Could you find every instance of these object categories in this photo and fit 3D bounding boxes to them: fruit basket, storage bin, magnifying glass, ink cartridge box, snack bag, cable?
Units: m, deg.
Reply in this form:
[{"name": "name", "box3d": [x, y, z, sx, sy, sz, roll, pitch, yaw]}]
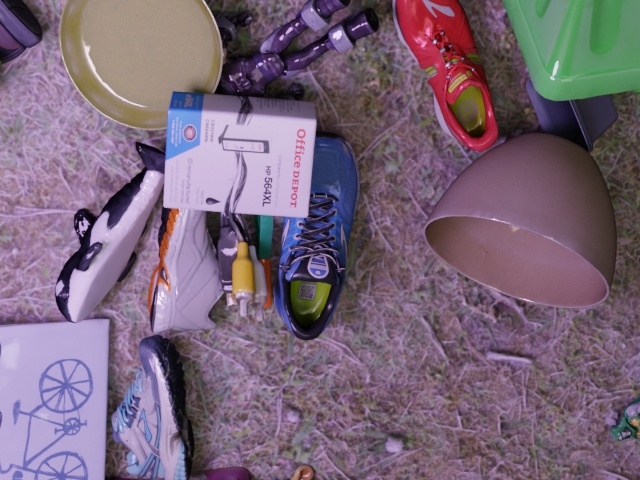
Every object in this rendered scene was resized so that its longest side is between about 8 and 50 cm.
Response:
[{"name": "fruit basket", "box3d": [0.384, -0.328, 1.574, 0.283, 0.392, 0.392, -9, 113, -4]}, {"name": "storage bin", "box3d": [0.381, -0.206, 1.735, 0.091, 0.098, 0.135, -37, 114, -22]}, {"name": "magnifying glass", "box3d": [-0.086, 0.002, 1.761, 0.026, 0.092, 0.231, -4, 122, -10]}, {"name": "ink cartridge box", "box3d": [-0.110, -0.119, 1.598, 0.203, 0.086, 0.148, 4, 113, -4]}, {"name": "snack bag", "box3d": [-0.493, 0.280, 1.769, 0.342, 0.037, 0.323, -2, 103, -24]}, {"name": "cable", "box3d": [-0.114, -0.021, 1.721, 0.072, 0.139, 0.287, -3, 85, 10]}]

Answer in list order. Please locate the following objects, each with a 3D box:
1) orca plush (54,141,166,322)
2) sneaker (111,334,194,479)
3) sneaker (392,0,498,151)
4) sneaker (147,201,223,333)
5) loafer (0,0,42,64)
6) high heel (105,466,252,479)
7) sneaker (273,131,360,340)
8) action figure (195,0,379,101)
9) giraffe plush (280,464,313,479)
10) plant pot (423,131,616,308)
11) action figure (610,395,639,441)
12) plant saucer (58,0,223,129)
[{"name": "orca plush", "box3d": [-0.328, -0.024, 1.705, 0.102, 0.151, 0.287, 32, 110, 14]}, {"name": "sneaker", "box3d": [-0.274, 0.275, 1.815, 0.122, 0.110, 0.283, -2, 121, 1]}, {"name": "sneaker", "box3d": [0.195, -0.254, 1.669, 0.107, 0.118, 0.279, -28, 113, 3]}, {"name": "sneaker", "box3d": [-0.187, 0.024, 1.754, 0.121, 0.099, 0.262, 5, 119, -17]}, {"name": "loafer", "box3d": [-0.506, -0.361, 1.546, 0.095, 0.109, 0.302, -35, 115, 11]}, {"name": "high heel", "box3d": [-0.282, 0.468, 1.862, 0.377, 0.181, 0.127, -17, 113, 0]}, {"name": "sneaker", "box3d": [0.000, 0.000, 1.731, 0.130, 0.147, 0.330, 1, 110, -8]}, {"name": "action figure", "box3d": [-0.059, -0.261, 1.648, 0.285, 0.099, 0.185, -29, 120, 20]}, {"name": "giraffe plush", "box3d": [-0.007, 0.473, 1.932, 0.170, 0.181, 0.210, 48, 134, -11]}, {"name": "plant pot", "box3d": [0.319, -0.046, 1.714, 0.284, 0.284, 0.191, 30, 71, -17]}, {"name": "action figure", "box3d": [0.604, 0.285, 1.973, 0.232, 0.063, 0.137, -26, 116, 7]}, {"name": "plant saucer", "box3d": [-0.247, -0.274, 1.616, 0.241, 0.037, 0.241, 5, 116, 11]}]
